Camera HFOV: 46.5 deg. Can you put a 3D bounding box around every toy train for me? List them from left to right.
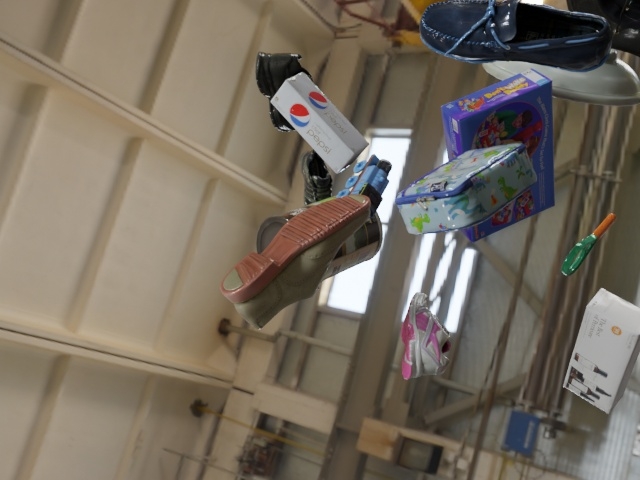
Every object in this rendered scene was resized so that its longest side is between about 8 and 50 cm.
[{"bbox_3d":[0.114,-0.130,1.823,0.080,0.105,0.184,46,-119,-27],"label":"toy train"}]

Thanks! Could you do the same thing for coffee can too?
[{"bbox_3d":[0.000,0.000,1.930,0.275,0.201,0.202,-22,-67,-43],"label":"coffee can"}]

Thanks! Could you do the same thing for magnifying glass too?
[{"bbox_3d":[0.709,0.008,1.966,0.231,0.026,0.092,-40,-35,-22],"label":"magnifying glass"}]

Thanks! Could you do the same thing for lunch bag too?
[{"bbox_3d":[0.246,-0.090,1.283,0.219,0.176,0.090,-31,-76,-31],"label":"lunch bag"}]

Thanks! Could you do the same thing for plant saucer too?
[{"bbox_3d":[0.605,-0.438,1.825,0.400,0.400,0.101,-23,-48,-47],"label":"plant saucer"}]

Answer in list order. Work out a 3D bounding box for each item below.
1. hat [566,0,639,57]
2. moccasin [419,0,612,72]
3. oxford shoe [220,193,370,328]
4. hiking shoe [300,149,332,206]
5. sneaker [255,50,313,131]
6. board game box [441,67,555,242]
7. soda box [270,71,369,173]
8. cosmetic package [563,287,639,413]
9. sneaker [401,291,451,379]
[{"bbox_3d":[0.737,-0.583,1.697,0.134,0.331,0.331,-42,-52,-25],"label":"hat"},{"bbox_3d":[0.347,-0.394,1.333,0.117,0.341,0.138,60,-140,-69],"label":"moccasin"},{"bbox_3d":[-0.036,0.041,1.693,0.397,0.140,0.147,-36,-61,-10],"label":"oxford shoe"},{"bbox_3d":[-0.007,-0.144,2.080,0.086,0.114,0.227,-16,-88,-8],"label":"hiking shoe"},{"bbox_3d":[-0.074,-0.368,1.879,0.286,0.130,0.109,63,-155,-65],"label":"sneaker"},{"bbox_3d":[0.414,-0.187,1.705,0.233,0.078,0.347,-23,-50,-9],"label":"board game box"},{"bbox_3d":[-0.001,-0.252,1.587,0.216,0.074,0.069,47,-137,3],"label":"soda box"},{"bbox_3d":[0.506,0.201,1.323,0.060,0.098,0.239,-40,-36,-31],"label":"cosmetic package"},{"bbox_3d":[0.259,0.235,1.813,0.103,0.111,0.252,100,178,-47],"label":"sneaker"}]
